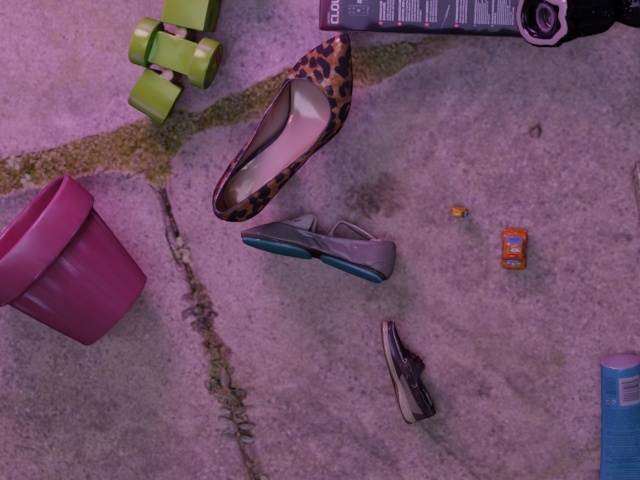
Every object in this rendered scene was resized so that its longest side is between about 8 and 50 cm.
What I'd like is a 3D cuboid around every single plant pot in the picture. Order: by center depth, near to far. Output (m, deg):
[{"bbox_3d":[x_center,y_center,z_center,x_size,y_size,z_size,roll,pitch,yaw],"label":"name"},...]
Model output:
[{"bbox_3d":[-0.346,0.040,2.040,0.201,0.201,0.180,-42,108,16],"label":"plant pot"}]

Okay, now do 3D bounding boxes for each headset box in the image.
[{"bbox_3d":[0.121,-0.372,1.888,0.293,0.110,0.218,3,102,10],"label":"headset box"}]

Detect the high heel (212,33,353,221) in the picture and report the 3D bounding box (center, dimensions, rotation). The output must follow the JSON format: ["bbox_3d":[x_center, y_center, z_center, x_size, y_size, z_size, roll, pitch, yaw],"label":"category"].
[{"bbox_3d":[-0.047,-0.137,1.899,0.093,0.186,0.261,35,125,8],"label":"high heel"}]

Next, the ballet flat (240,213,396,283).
[{"bbox_3d":[0.000,0.000,2.026,0.213,0.072,0.068,16,77,7],"label":"ballet flat"}]

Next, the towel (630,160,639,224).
[{"bbox_3d":[0.465,-0.036,1.936,0.110,0.027,0.148,-7,101,12],"label":"towel"}]

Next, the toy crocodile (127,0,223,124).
[{"bbox_3d":[-0.168,-0.315,1.972,0.115,0.105,0.340,19,100,7],"label":"toy crocodile"}]

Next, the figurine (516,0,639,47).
[{"bbox_3d":[0.340,-0.352,1.821,0.092,0.209,0.214,15,112,52],"label":"figurine"}]

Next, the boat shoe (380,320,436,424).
[{"bbox_3d":[0.120,0.176,2.041,0.049,0.056,0.152,-14,108,9],"label":"boat shoe"}]

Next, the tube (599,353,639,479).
[{"bbox_3d":[0.408,0.256,2.003,0.080,0.052,0.207,-1,107,16],"label":"tube"}]

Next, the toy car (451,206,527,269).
[{"bbox_3d":[0.221,0.001,1.986,0.122,0.040,0.060,20,105,6],"label":"toy car"}]
